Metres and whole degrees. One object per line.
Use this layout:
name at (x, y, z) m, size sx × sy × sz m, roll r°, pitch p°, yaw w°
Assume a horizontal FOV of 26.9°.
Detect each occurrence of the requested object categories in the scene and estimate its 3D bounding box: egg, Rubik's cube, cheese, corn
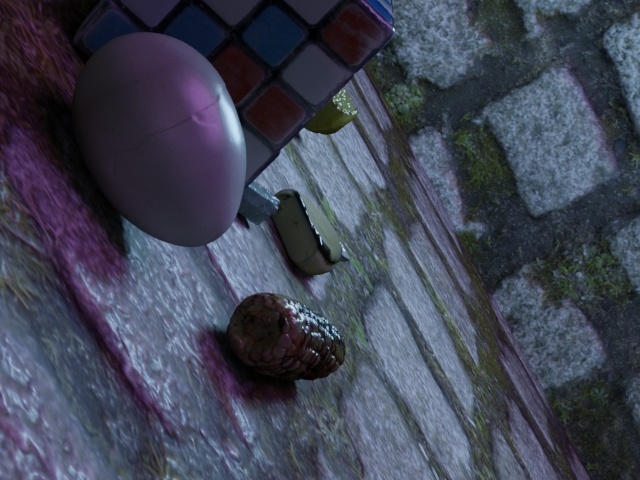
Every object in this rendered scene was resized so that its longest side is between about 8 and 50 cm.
egg at (-0.146, -0.093, 1.252) m, size 0.209 × 0.151 × 0.151 m, roll 63°, pitch 11°, yaw -5°
Rubik's cube at (-0.089, -0.258, 1.500) m, size 0.259 × 0.253 × 0.256 m, roll 44°, pitch 17°, yaw -15°
cheese at (0.000, 0.000, 1.926) m, size 0.127 × 0.054 × 0.251 m, roll 65°, pitch 11°, yaw 16°
corn at (-0.031, 0.110, 1.465) m, size 0.086 × 0.086 × 0.253 m, roll 66°, pitch 10°, yaw 15°

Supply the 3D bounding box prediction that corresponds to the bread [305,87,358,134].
bread at (-0.013, -0.254, 2.279) m, size 0.086 × 0.125 × 0.156 m, roll -10°, pitch 83°, yaw -70°

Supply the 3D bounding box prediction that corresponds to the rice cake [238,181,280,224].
rice cake at (-0.116, -0.075, 1.606) m, size 0.042 × 0.045 × 0.245 m, roll 56°, pitch 9°, yaw 28°
